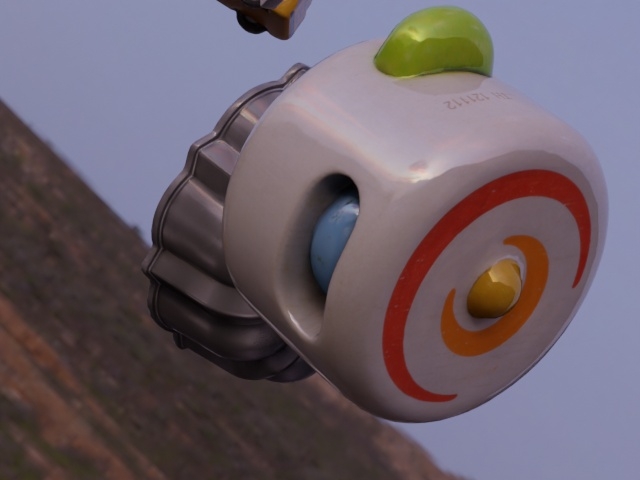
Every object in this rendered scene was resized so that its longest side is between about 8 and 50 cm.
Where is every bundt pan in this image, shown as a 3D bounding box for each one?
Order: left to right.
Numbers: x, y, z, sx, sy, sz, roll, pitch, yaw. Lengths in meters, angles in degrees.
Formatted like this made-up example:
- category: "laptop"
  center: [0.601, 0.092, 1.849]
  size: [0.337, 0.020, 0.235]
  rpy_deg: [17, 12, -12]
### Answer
- category: "bundt pan"
  center: [0.000, 0.000, 1.493]
  size: [0.124, 0.331, 0.331]
  rpy_deg: [37, -14, 33]

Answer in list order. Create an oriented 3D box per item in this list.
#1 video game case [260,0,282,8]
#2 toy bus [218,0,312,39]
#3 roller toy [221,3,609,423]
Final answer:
- category: "video game case"
  center: [-0.028, -0.358, 1.674]
  size: [0.022, 0.173, 0.190]
  rpy_deg: [3, -12, -21]
- category: "toy bus"
  center: [-0.150, -0.384, 1.925]
  size: [0.333, 0.130, 0.108]
  rpy_deg: [33, -11, 5]
- category: "roller toy"
  center: [0.058, -0.002, 0.872]
  size: [0.146, 0.191, 0.209]
  rpy_deg: [40, -12, 41]
